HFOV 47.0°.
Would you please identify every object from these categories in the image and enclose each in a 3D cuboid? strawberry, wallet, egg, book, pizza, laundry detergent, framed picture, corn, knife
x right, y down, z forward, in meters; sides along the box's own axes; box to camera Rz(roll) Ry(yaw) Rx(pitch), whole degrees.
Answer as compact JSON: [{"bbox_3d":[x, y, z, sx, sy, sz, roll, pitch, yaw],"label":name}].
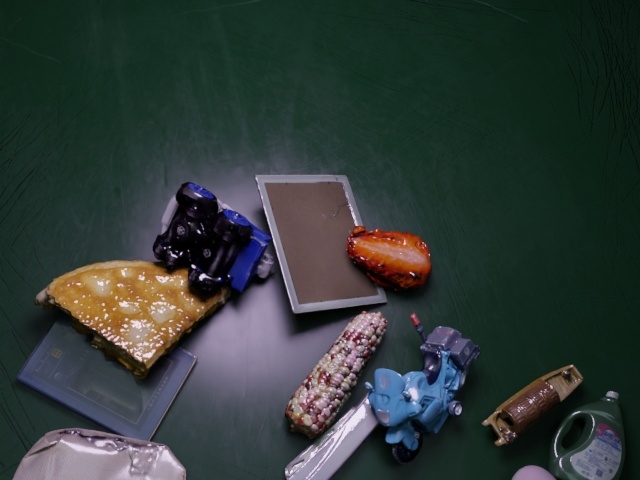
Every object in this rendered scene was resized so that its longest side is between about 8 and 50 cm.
[{"bbox_3d":[0.133,0.035,1.481,0.188,0.082,0.121,18,49,-10],"label":"strawberry"},{"bbox_3d":[-0.385,0.468,1.250,0.336,0.068,0.274,15,75,-9],"label":"wallet"},{"bbox_3d":[0.395,0.477,1.336,0.103,0.103,0.134,-13,69,-12],"label":"egg"},{"bbox_3d":[-0.391,0.236,1.362,0.269,0.025,0.190,28,68,3],"label":"book"},{"bbox_3d":[-0.341,0.104,1.374,0.258,0.087,0.268,35,47,12],"label":"pizza"},{"bbox_3d":[0.521,0.381,1.414,0.137,0.063,0.210,25,68,9],"label":"laundry detergent"},{"bbox_3d":[0.000,0.000,1.468,0.231,0.018,0.293,-3,68,-35],"label":"framed picture"},{"bbox_3d":[0.032,0.244,1.383,0.092,0.092,0.280,33,67,5],"label":"corn"},{"bbox_3d":[0.028,0.378,1.356,0.266,0.040,0.073,-41,82,-20],"label":"knife"}]

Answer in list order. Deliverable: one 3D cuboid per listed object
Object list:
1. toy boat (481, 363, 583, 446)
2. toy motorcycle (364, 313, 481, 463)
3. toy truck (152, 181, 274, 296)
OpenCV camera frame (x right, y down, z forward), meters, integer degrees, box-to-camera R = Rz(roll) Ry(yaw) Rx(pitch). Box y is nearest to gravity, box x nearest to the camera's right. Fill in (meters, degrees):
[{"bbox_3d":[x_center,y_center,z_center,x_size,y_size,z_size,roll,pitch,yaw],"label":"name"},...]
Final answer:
[{"bbox_3d":[0.413,0.312,1.412,0.226,0.088,0.068,-30,75,-16],"label":"toy boat"},{"bbox_3d":[0.188,0.265,1.368,0.272,0.124,0.182,-49,121,-30],"label":"toy motorcycle"},{"bbox_3d":[-0.194,-0.008,1.406,0.213,0.177,0.161,36,110,19],"label":"toy truck"}]
